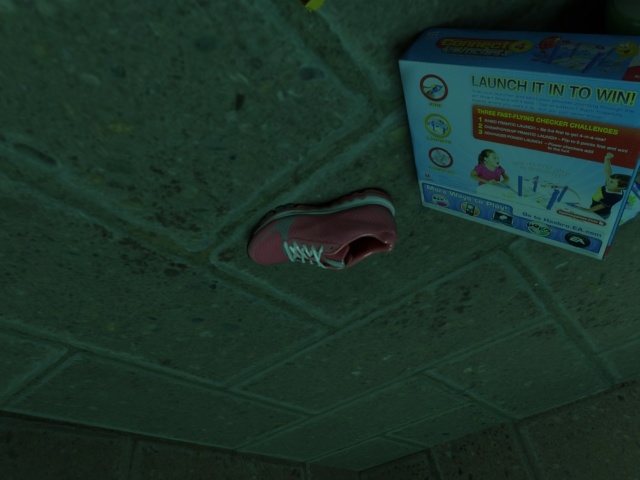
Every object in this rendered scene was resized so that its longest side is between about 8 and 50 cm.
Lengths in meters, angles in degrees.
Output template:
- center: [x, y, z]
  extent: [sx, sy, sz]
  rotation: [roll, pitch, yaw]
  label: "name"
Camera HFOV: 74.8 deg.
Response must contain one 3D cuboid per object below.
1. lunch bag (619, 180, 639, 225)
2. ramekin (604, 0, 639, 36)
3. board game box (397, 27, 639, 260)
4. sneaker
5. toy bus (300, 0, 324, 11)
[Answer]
- center: [0.539, -0.088, 0.856]
  extent: [0.218, 0.090, 0.176]
  rotation: [26, 128, -33]
  label: "lunch bag"
- center: [0.504, -0.274, 0.490]
  extent: [0.303, 0.304, 0.148]
  rotation: [-28, 128, 19]
  label: "ramekin"
- center: [0.286, -0.138, 0.612]
  extent: [0.308, 0.086, 0.302]
  rotation: [23, 154, 34]
  label: "board game box"
- center: [0.000, 0.000, 0.814]
  extent: [0.313, 0.136, 0.116]
  rotation: [-17, 138, 8]
  label: "sneaker"
- center: [-0.012, -0.334, 0.448]
  extent: [0.220, 0.150, 0.211]
  rotation: [-30, 151, 25]
  label: "toy bus"
